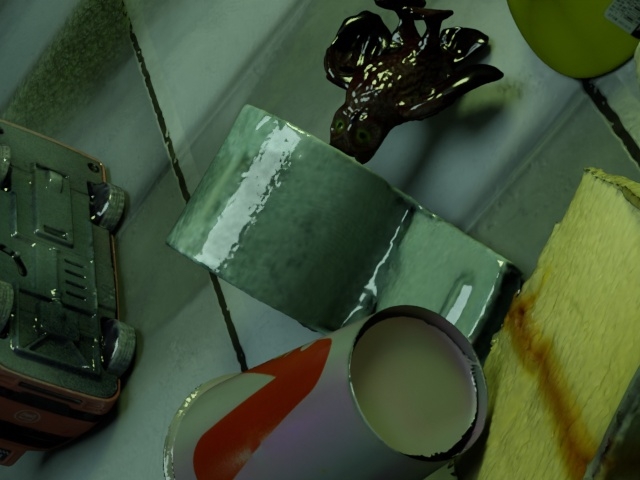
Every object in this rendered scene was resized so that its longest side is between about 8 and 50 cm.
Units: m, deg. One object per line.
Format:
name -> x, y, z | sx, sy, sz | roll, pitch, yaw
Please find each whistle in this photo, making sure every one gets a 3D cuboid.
whistle -> 0.022, 0.014, 1.619 | 0.405, 0.188, 0.168 | 30, 89, 23

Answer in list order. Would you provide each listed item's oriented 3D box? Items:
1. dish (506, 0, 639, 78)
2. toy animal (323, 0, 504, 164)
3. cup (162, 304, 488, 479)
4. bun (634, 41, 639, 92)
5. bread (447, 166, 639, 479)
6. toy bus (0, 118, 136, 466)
dish -> 0.256, -0.287, 1.516 | 0.262, 0.108, 0.221 | -40, 42, 32
toy animal -> 0.086, -0.153, 1.653 | 0.218, 0.116, 0.179 | 29, 93, 44
cup -> 0.011, 0.164, 1.427 | 0.288, 0.203, 0.203 | -36, 42, 53
bun -> 0.338, -0.175, 1.315 | 0.231, 0.133, 0.231 | -33, 43, 37
bread -> 0.174, 0.093, 1.224 | 0.405, 0.242, 0.345 | 37, 116, 50
toy bus -> -0.382, 0.062, 2.071 | 0.233, 0.203, 0.427 | -46, 37, 33
